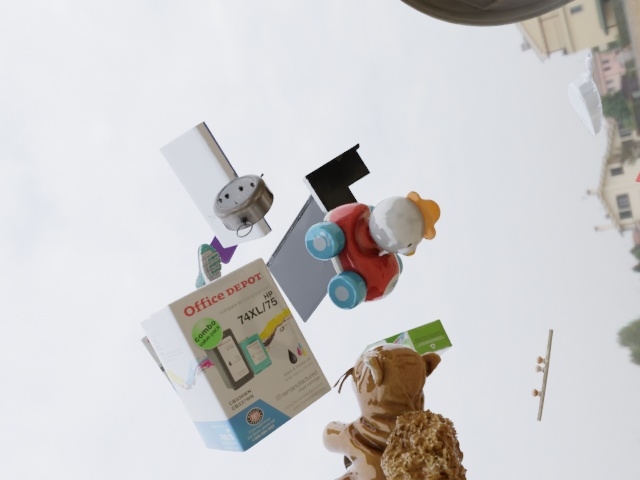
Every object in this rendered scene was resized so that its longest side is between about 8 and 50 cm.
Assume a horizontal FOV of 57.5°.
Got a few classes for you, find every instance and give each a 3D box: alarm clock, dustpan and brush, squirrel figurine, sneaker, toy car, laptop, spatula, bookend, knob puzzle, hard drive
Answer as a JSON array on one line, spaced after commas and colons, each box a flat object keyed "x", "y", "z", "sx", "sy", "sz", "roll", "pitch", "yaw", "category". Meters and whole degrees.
[{"x": -0.166, "y": -0.073, "z": 1.241, "sx": 0.064, "sy": 0.129, "sz": 0.192, "roll": 55, "pitch": -166, "yaw": -41, "category": "alarm clock"}, {"x": 0.656, "y": -0.377, "z": 1.436, "sx": 0.211, "sy": 0.060, "sz": 0.147, "roll": 47, "pitch": -157, "yaw": -45, "category": "dustpan and brush"}, {"x": 0.168, "y": 0.400, "z": 1.139, "sx": 0.281, "sy": 0.397, "sz": 0.370, "roll": 9, "pitch": -91, "yaw": -27, "category": "squirrel figurine"}, {"x": -0.272, "y": 0.090, "z": 1.384, "sx": 0.065, "sy": 0.076, "sz": 0.166, "roll": -21, "pitch": -78, "yaw": -54, "category": "sneaker"}, {"x": 0.138, "y": 0.000, "z": 1.156, "sx": 0.219, "sy": 0.238, "sz": 0.210, "roll": -23, "pitch": -90, "yaw": -55, "category": "toy car"}, {"x": 0.000, "y": 0.000, "z": 2.061, "sx": 0.236, "sy": 0.382, "sz": 0.408, "roll": 35, "pitch": -151, "yaw": -1, "category": "laptop"}, {"x": -0.259, "y": -0.075, "z": 1.782, "sx": 0.084, "sy": 0.030, "sz": 0.296, "roll": 31, "pitch": -113, "yaw": -30, "category": "spatula"}, {"x": 0.064, "y": -0.129, "z": 1.431, "sx": 0.156, "sy": 0.157, "sz": 0.072, "roll": 57, "pitch": 174, "yaw": -2, "category": "bookend"}, {"x": 0.520, "y": 0.334, "z": 1.382, "sx": 0.213, "sy": 0.030, "sz": 0.213, "roll": 8, "pitch": -90, "yaw": -69, "category": "knob puzzle"}, {"x": -0.275, "y": -0.135, "z": 1.519, "sx": 0.040, "sy": 0.210, "sz": 0.318, "roll": -42, "pitch": -72, "yaw": -37, "category": "hard drive"}]

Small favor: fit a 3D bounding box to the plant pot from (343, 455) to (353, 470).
[{"x": 0.137, "y": 0.569, "z": 1.573, "sx": 0.165, "sy": 0.167, "sz": 0.166, "roll": 14, "pitch": -113, "yaw": -75, "category": "plant pot"}]

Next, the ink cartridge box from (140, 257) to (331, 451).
[{"x": -0.157, "y": 0.205, "z": 1.053, "sx": 0.198, "sy": 0.197, "sz": 0.270, "roll": -28, "pitch": -90, "yaw": -33, "category": "ink cartridge box"}]

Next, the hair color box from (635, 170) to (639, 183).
[{"x": 0.912, "y": -0.149, "z": 1.550, "sx": 0.141, "sy": 0.072, "sz": 0.043, "roll": 14, "pitch": -77, "yaw": -33, "category": "hair color box"}]

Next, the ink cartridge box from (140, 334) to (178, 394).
[{"x": -0.344, "y": 0.294, "z": 1.509, "sx": 0.203, "sy": 0.148, "sz": 0.086, "roll": 48, "pitch": 169, "yaw": 17, "category": "ink cartridge box"}]

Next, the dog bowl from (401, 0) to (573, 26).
[{"x": 0.179, "y": -0.406, "z": 0.596, "sx": 0.102, "sy": 0.349, "sz": 0.348, "roll": -82, "pitch": -29, "yaw": -65, "category": "dog bowl"}]

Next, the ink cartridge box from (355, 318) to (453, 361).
[{"x": 0.258, "y": 0.355, "z": 1.840, "sx": 0.189, "sy": 0.255, "sz": 0.097, "roll": 109, "pitch": 141, "yaw": -62, "category": "ink cartridge box"}]
